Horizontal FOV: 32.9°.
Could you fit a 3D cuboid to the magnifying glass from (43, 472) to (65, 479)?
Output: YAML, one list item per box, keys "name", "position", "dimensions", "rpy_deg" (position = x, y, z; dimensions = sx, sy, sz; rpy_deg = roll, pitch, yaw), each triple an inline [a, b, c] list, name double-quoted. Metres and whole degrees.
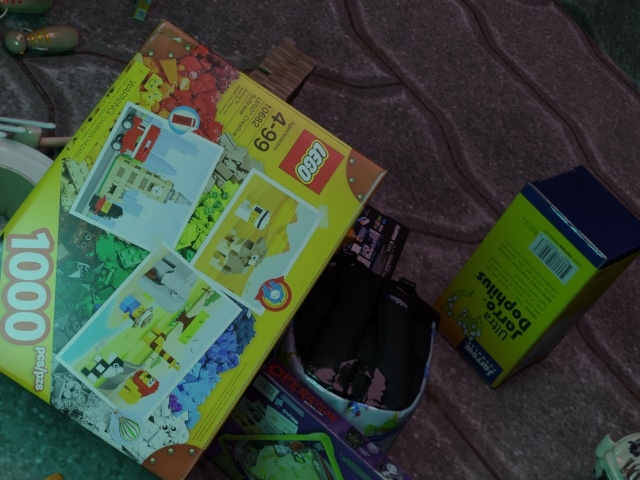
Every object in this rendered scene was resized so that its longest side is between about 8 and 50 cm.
- name: "magnifying glass"
  position: [-0.282, 0.392, 1.373]
  dimensions: [0.092, 0.026, 0.231]
  rpy_deg: [-17, 61, -46]

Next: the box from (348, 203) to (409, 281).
- name: "box"
  position: [0.000, 0.000, 1.997]
  dimensions: [0.293, 0.073, 0.295]
  rpy_deg: [30, 37, -3]

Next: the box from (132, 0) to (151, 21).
- name: "box"
  position: [-0.378, -0.543, 2.338]
  dimensions: [0.028, 0.081, 0.136]
  rpy_deg: [18, 39, -19]

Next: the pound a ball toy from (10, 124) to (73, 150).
- name: "pound a ball toy"
  position: [-0.346, -0.159, 1.870]
  dimensions: [0.208, 0.136, 0.319]
  rpy_deg: [47, 38, 18]

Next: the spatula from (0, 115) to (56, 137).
- name: "spatula"
  position: [-0.557, -0.193, 1.739]
  dimensions: [0.242, 0.019, 0.168]
  rpy_deg: [9, 15, 24]

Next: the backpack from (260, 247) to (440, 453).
- name: "backpack"
  position: [0.037, 0.197, 1.675]
  dimensions: [0.290, 0.273, 0.355]
  rpy_deg: [28, 14, -11]

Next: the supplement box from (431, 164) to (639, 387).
- name: "supplement box"
  position: [0.392, 0.066, 1.970]
  dimensions: [0.194, 0.357, 0.195]
  rpy_deg: [-18, 59, -47]

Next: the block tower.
- name: "block tower"
  position: [-0.105, -0.295, 2.168]
  dimensions: [0.097, 0.091, 0.335]
  rpy_deg: [33, 36, -3]

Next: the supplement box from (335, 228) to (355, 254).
- name: "supplement box"
  position: [-0.060, -0.019, 1.857]
  dimensions: [0.233, 0.078, 0.080]
  rpy_deg: [4, 47, -31]

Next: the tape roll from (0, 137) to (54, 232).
- name: "tape roll"
  position: [-0.499, -0.032, 1.639]
  dimensions: [0.286, 0.100, 0.286]
  rpy_deg: [21, 37, -17]

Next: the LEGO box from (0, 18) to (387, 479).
- name: "LEGO box"
  position: [-0.208, 0.023, 1.474]
  dimensions: [0.372, 0.193, 0.500]
  rpy_deg: [34, 76, -3]

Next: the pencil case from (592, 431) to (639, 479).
- name: "pencil case"
  position: [0.567, 0.508, 1.756]
  dimensions: [0.183, 0.160, 0.410]
  rpy_deg: [28, 34, -31]

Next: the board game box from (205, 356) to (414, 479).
- name: "board game box"
  position: [0.013, 0.342, 1.493]
  dimensions: [0.347, 0.208, 0.056]
  rpy_deg: [41, 33, 10]

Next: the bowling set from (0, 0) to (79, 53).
- name: "bowling set"
  position: [-0.567, -0.508, 2.069]
  dimensions: [0.154, 0.200, 0.287]
  rpy_deg: [-16, 53, -44]
